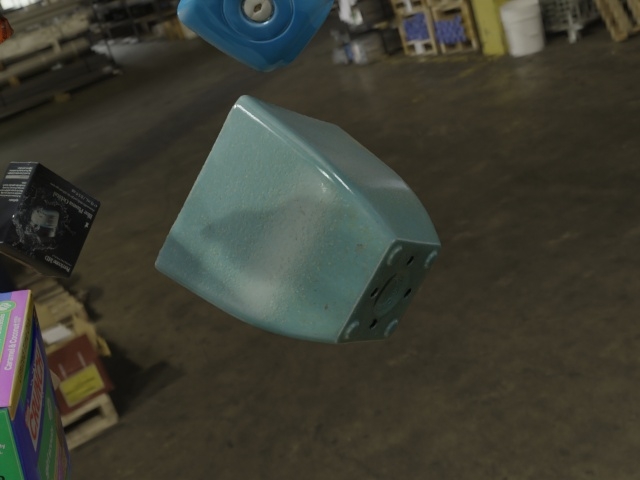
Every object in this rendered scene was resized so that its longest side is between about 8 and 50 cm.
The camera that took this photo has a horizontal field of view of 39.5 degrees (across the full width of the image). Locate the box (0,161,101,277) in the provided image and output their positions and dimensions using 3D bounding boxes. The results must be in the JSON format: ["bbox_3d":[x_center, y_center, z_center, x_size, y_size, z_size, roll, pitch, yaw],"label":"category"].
[{"bbox_3d":[-0.501,-0.035,1.591,0.093,0.156,0.158,4,67,38],"label":"box"}]

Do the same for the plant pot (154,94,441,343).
[{"bbox_3d":[0.000,0.000,1.123,0.252,0.247,0.248,35,14,28],"label":"plant pot"}]

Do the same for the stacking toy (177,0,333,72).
[{"bbox_3d":[-0.077,-0.384,1.233,0.175,0.166,0.302,-48,25,31],"label":"stacking toy"}]

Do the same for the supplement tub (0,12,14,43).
[{"bbox_3d":[-0.607,-0.398,1.296,0.194,0.316,0.193,-26,25,13],"label":"supplement tub"}]

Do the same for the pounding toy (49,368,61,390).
[{"bbox_3d":[-0.406,0.220,1.073,0.094,0.181,0.206,-38,12,19],"label":"pounding toy"}]

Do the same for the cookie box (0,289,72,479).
[{"bbox_3d":[-0.139,0.090,0.389,0.040,0.107,0.092,-8,28,-8],"label":"cookie box"}]
